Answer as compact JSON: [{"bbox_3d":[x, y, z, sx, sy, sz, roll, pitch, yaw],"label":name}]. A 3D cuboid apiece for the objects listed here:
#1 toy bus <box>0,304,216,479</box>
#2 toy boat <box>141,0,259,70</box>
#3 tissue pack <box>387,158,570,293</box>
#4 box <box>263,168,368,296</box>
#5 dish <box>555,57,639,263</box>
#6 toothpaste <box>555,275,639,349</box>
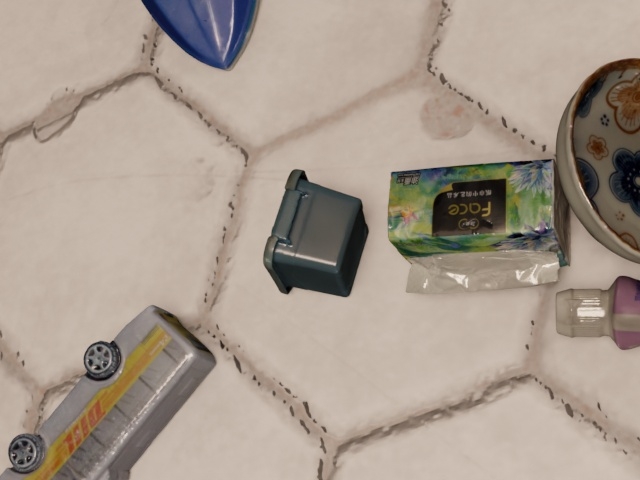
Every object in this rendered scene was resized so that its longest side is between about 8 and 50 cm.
[{"bbox_3d":[-0.161,0.137,0.792,0.075,0.064,0.190,37,87,17],"label":"toy bus"},{"bbox_3d":[-0.118,-0.279,0.926,0.129,0.088,0.295,-20,75,14],"label":"toy boat"},{"bbox_3d":[0.108,-0.004,0.722,0.111,0.085,0.079,-3,70,20],"label":"tissue pack"},{"bbox_3d":[0.000,0.000,0.761,0.054,0.099,0.074,13,76,10],"label":"box"},{"bbox_3d":[0.200,-0.041,0.707,0.141,0.078,0.141,8,71,-22],"label":"dish"},{"bbox_3d":[0.297,0.039,0.651,0.301,0.048,0.075,-3,42,14],"label":"toothpaste"}]
